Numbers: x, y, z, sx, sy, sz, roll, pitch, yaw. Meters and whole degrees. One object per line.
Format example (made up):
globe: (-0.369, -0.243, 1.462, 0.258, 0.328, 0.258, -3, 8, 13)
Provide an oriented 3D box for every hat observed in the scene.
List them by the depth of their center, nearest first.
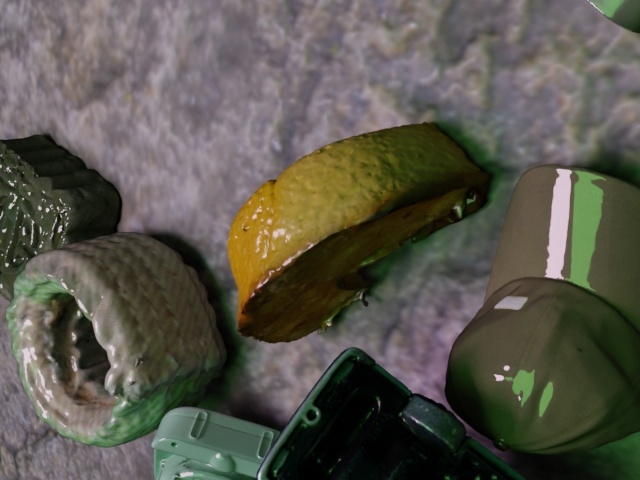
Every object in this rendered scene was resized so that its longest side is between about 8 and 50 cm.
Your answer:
hat: (0.160, 0.048, 0.671, 0.166, 0.144, 0.173, 13, 132, 37)

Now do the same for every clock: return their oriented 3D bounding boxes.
clock: (-0.102, 0.260, 0.951, 0.148, 0.060, 0.189, 14, 122, 2)

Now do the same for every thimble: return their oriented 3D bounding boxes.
thimble: (-0.213, 0.101, 0.988, 0.219, 0.150, 0.219, 14, 111, 39)

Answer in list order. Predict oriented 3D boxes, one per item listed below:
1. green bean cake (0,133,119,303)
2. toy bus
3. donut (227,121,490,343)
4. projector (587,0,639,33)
green bean cake: (-0.330, -0.012, 1.109, 0.183, 0.094, 0.185, 35, 117, 31)
toy bus: (0.078, 0.200, 0.694, 0.256, 0.128, 0.147, 37, 165, -2)
donut: (0.000, -0.002, 0.774, 0.259, 0.152, 0.101, -39, 67, 38)
projector: (0.204, -0.188, 0.592, 0.083, 0.083, 0.082, 49, 127, 21)
